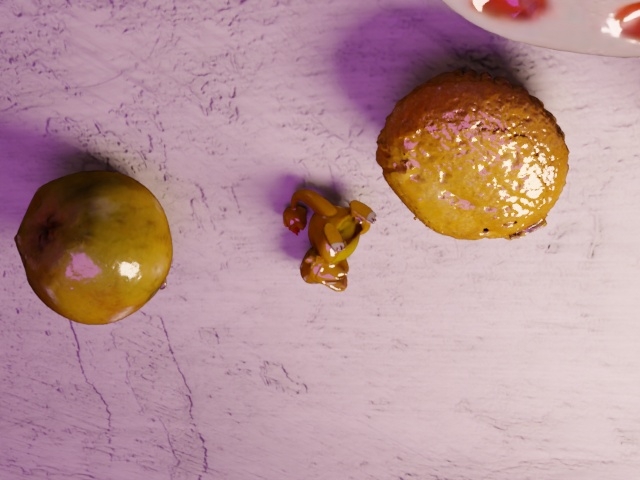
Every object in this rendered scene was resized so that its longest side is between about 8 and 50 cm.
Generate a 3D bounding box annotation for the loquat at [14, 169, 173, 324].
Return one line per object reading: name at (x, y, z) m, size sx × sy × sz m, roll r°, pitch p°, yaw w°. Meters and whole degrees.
loquat at (-0.293, 0.015, 1.799) m, size 0.213 × 0.213 × 0.246 m, roll -23°, pitch 150°, yaw 31°

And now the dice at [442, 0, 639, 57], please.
dice at (0.261, -0.365, 1.174) m, size 0.304 × 0.304 × 0.277 m, roll 10°, pitch 155°, yaw 4°

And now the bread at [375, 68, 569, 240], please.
bread at (0.187, -0.112, 1.594) m, size 0.239 × 0.139 × 0.240 m, roll 7°, pitch 135°, yaw 7°

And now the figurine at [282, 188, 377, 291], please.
figurine at (-0.003, -0.001, 1.798) m, size 0.122 × 0.121 × 0.176 m, roll 38°, pitch 148°, yaw 15°
